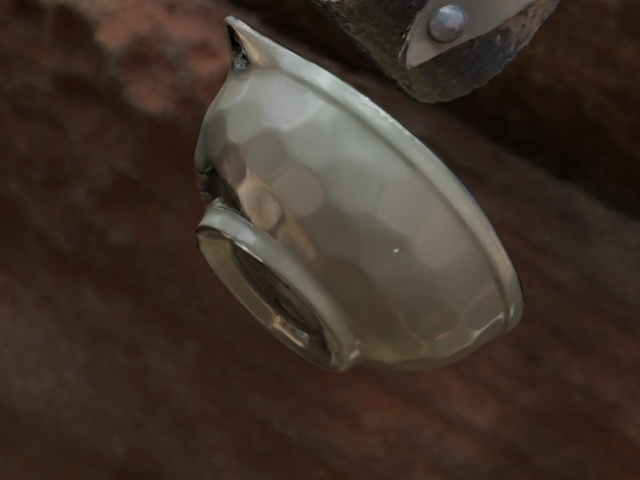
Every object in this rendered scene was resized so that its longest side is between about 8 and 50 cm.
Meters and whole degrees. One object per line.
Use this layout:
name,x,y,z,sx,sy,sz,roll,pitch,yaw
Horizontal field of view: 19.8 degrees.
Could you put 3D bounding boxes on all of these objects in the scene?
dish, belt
dish,0.000,0.000,1.290,0.303,0.120,0.303,39,-17,15
belt,0.070,-0.182,0.848,0.128,0.218,0.122,38,-7,-38
